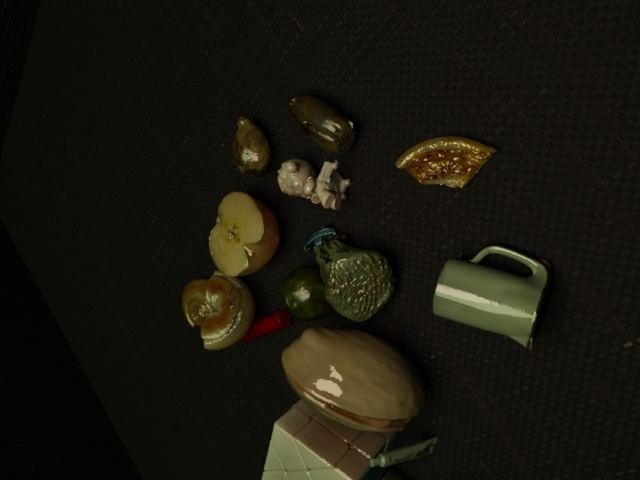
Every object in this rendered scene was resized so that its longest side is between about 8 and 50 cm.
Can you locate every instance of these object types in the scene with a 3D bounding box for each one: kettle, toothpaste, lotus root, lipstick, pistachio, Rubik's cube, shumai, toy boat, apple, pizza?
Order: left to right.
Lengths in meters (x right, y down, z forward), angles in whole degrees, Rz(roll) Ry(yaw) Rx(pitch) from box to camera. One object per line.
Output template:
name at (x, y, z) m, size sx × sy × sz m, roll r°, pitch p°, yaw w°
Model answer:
apple at (-0.254, -0.019, 1.592) m, size 0.251 × 0.163 × 0.292 m, roll 42°, pitch 110°, yaw 32°
lotus root at (-0.237, -0.321, 1.521) m, size 0.139 × 0.139 × 0.213 m, roll -1°, pitch 101°, yaw 36°
lipstick at (-0.227, 0.335, 1.729) m, size 0.280 × 0.073 × 0.073 m, roll -27°, pitch 86°, yaw 38°
toy boat at (0.000, 0.000, 1.476) m, size 0.137 × 0.060 × 0.060 m, roll -36°, pitch 62°, yaw 31°
lotus root at (0.005, -0.353, 1.339) m, size 0.241 × 0.123 × 0.124 m, roll 43°, pitch 95°, yaw 22°
Rubik's cube at (0.032, 0.725, 1.493) m, size 0.319 × 0.316 × 0.321 m, roll 26°, pitch 117°, yaw 28°
pistachio at (0.098, 0.408, 1.343) m, size 0.446 × 0.365 × 0.281 m, roll 20°, pitch 109°, yaw 1°
shumai at (0.108, 0.103, 1.386) m, size 0.225 × 0.222 × 0.260 m, roll -25°, pitch 113°, yaw 2°
toothpaste at (0.257, 0.652, 1.362) m, size 0.037 × 0.256 × 0.067 m, roll 38°, pitch 122°, yaw 55°
pizza at (0.326, -0.210, 1.185) m, size 0.271 × 0.056 × 0.134 m, roll 12°, pitch 101°, yaw 34°
kettle at (0.444, 0.124, 1.138) m, size 0.256 × 0.165 × 0.240 m, roll 15°, pitch 82°, yaw 32°

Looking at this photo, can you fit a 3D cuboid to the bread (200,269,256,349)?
bread at (-0.338, 0.258, 1.711) m, size 0.192 × 0.171 × 0.313 m, roll -15°, pitch 60°, yaw 15°

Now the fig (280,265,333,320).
fig at (-0.044, 0.200, 1.490) m, size 0.195 × 0.195 × 0.244 m, roll 39°, pitch 131°, yaw 21°

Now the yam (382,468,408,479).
yam at (0.318, 0.869, 1.465) m, size 0.260 × 0.093 × 0.093 m, roll 26°, pitch 117°, yaw 28°

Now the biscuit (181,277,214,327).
biscuit at (-0.502, 0.267, 1.896) m, size 0.274 × 0.091 × 0.213 m, roll -20°, pitch 92°, yaw 40°

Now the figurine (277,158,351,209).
figurine at (-0.042, -0.194, 1.397) m, size 0.257 × 0.182 × 0.144 m, roll 19°, pitch 98°, yaw 33°
